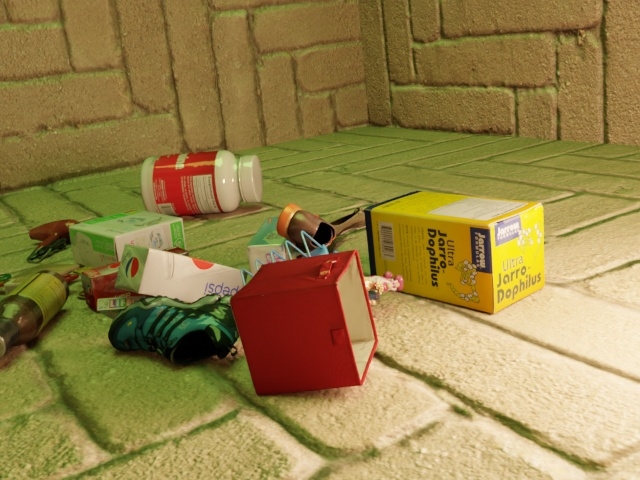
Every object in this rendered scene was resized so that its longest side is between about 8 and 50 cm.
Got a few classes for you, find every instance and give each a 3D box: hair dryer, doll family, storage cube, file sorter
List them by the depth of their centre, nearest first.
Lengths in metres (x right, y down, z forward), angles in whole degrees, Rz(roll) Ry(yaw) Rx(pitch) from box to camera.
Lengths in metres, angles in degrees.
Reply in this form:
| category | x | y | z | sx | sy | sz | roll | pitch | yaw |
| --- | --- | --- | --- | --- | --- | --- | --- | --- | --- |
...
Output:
| category | x | y | z | sx | sy | sz | roll | pitch | yaw |
| --- | --- | --- | --- | --- | --- | --- | --- | --- | --- |
| storage cube | -0.022 | 0.144 | 1.270 | 0.193 | 0.215 | 0.183 | -9 | 15 | 16 |
| file sorter | -0.067 | 0.076 | 1.503 | 0.170 | 0.104 | 0.118 | -32 | 50 | 15 |
| doll family | 0.044 | 0.106 | 1.578 | 0.263 | 0.118 | 0.163 | 19 | 14 | 39 |
| hair dryer | -0.885 | -0.011 | 2.370 | 0.224 | 0.080 | 0.293 | -18 | 19 | -34 |

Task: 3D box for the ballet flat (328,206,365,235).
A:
| category | x | y | z | sx | sy | sz | roll | pitch | yaw |
| --- | --- | --- | --- | --- | --- | --- | --- | --- | --- |
| ballet flat | 0.058 | -0.053 | 2.193 | 0.250 | 0.058 | 0.084 | -18 | 19 | -36 |

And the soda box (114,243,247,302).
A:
| category | x | y | z | sx | sy | sz | roll | pitch | yaw |
| --- | --- | --- | --- | --- | --- | --- | --- | --- | --- |
| soda box | -0.295 | 0.083 | 1.566 | 0.091 | 0.098 | 0.286 | 8 | -7 | 41 |

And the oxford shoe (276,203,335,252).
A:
| category | x | y | z | sx | sy | sz | roll | pitch | yaw |
| --- | --- | --- | --- | --- | --- | --- | --- | --- | --- |
| oxford shoe | -0.011 | -0.007 | 1.638 | 0.098 | 0.097 | 0.271 | 24 | 0 | 20 |

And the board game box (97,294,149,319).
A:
| category | x | y | z | sx | sy | sz | roll | pitch | yaw |
| --- | --- | --- | --- | --- | --- | --- | --- | --- | --- |
| board game box | -0.401 | 0.153 | 1.554 | 0.103 | 0.026 | 0.154 | -5 | -19 | 5 |

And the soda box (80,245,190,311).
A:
| category | x | y | z | sx | sy | sz | roll | pitch | yaw |
| --- | --- | --- | --- | --- | --- | --- | --- | --- | --- |
| soda box | -0.458 | 0.094 | 1.813 | 0.263 | 0.092 | 0.083 | -16 | 19 | -33 |

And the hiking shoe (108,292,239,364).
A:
| category | x | y | z | sx | sy | sz | roll | pitch | yaw |
| --- | --- | --- | --- | --- | --- | --- | --- | --- | --- |
| hiking shoe | -0.296 | 0.182 | 1.414 | 0.304 | 0.113 | 0.132 | -12 | 34 | 19 |

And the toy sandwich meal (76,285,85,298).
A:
| category | x | y | z | sx | sy | sz | roll | pitch | yaw |
| --- | --- | --- | --- | --- | --- | --- | --- | --- | --- |
| toy sandwich meal | -0.592 | 0.125 | 1.869 | 0.086 | 0.029 | 0.085 | -6 | 16 | 2 |

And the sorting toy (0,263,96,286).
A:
| category | x | y | z | sx | sy | sz | roll | pitch | yaw |
| --- | --- | --- | --- | --- | --- | --- | --- | --- | --- |
| sorting toy | -0.742 | 0.106 | 1.965 | 0.275 | 0.046 | 0.132 | -1 | 17 | 20 |

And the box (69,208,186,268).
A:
| category | x | y | z | sx | sy | sz | roll | pitch | yaw |
| --- | --- | --- | --- | --- | --- | --- | --- | --- | --- |
| box | -0.567 | 0.005 | 2.117 | 0.262 | 0.126 | 0.231 | 11 | 21 | 44 |

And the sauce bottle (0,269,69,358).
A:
| category | x | y | z | sx | sy | sz | roll | pitch | yaw |
| --- | --- | --- | --- | --- | --- | --- | --- | --- | --- |
| sauce bottle | -0.669 | 0.166 | 1.609 | 0.111 | 0.111 | 0.344 | -5 | 16 | 3 |

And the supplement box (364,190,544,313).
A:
| category | x | y | z | sx | sy | sz | roll | pitch | yaw |
| --- | --- | --- | --- | --- | --- | --- | --- | --- | --- |
| supplement box | 0.296 | 0.014 | 1.621 | 0.194 | 0.195 | 0.357 | -19 | 20 | -38 |

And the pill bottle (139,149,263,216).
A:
| category | x | y | z | sx | sy | sz | roll | pitch | yaw |
| --- | --- | --- | --- | --- | --- | --- | --- | --- | --- |
| pill bottle | -0.426 | -0.209 | 2.618 | 0.408 | 0.229 | 0.229 | -4 | 16 | 7 |

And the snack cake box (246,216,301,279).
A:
| category | x | y | z | sx | sy | sz | roll | pitch | yaw |
| --- | --- | --- | --- | --- | --- | --- | --- | --- | --- |
| snack cake box | -0.102 | 0.044 | 1.741 | 0.089 | 0.152 | 0.264 | -4 | 16 | 7 |

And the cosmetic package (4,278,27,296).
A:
| category | x | y | z | sx | sy | sz | roll | pitch | yaw |
| --- | --- | --- | --- | --- | --- | --- | --- | --- | --- |
| cosmetic package | -0.749 | 0.130 | 1.861 | 0.115 | 0.060 | 0.041 | -3 | 16 | 7 |

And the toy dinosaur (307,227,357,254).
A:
| category | x | y | z | sx | sy | sz | roll | pitch | yaw |
| --- | --- | --- | --- | --- | --- | --- | --- | --- | --- |
| toy dinosaur | 0.000 | 0.000 | 2.031 | 0.118 | 0.064 | 0.268 | 16 | 23 | 20 |
